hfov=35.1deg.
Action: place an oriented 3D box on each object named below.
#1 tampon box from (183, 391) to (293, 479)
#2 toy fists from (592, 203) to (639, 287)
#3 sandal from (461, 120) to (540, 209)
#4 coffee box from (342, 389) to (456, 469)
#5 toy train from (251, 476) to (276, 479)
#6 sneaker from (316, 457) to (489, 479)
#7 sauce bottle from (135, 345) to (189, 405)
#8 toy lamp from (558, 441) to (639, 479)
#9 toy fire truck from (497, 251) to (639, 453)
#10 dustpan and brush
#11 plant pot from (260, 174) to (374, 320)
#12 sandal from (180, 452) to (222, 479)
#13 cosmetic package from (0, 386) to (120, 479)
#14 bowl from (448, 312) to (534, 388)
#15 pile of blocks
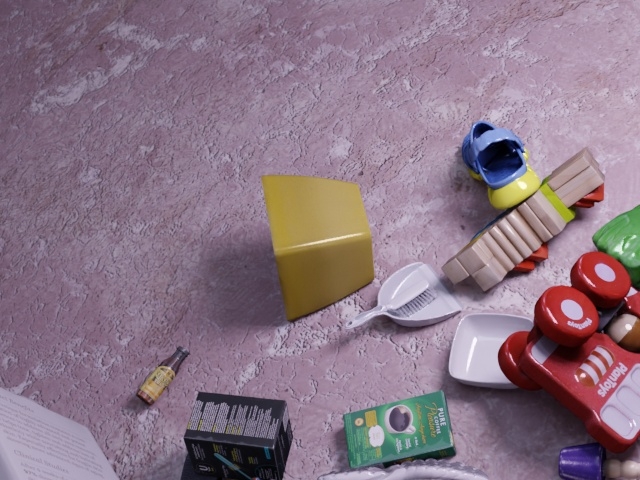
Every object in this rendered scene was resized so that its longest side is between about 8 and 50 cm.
[{"bbox_3d":[-0.141,0.344,1.764,0.161,0.120,0.101,5,46,11],"label":"tampon box"},{"bbox_3d":[0.597,0.045,1.748,0.142,0.096,0.279,-28,46,-22],"label":"toy fists"},{"bbox_3d":[0.335,-0.177,1.956,0.126,0.138,0.317,-30,18,5],"label":"sandal"},{"bbox_3d":[0.135,0.333,1.736,0.184,0.040,0.113,-17,49,10],"label":"coffee box"},{"bbox_3d":[-0.117,0.487,1.691,0.105,0.080,0.184,-6,51,25],"label":"toy train"},{"bbox_3d":[0.138,0.422,1.647,0.281,0.105,0.115,-8,84,11],"label":"sneaker"},{"bbox_3d":[-0.306,0.262,1.975,0.042,0.042,0.128,22,65,34],"label":"sauce bottle"},{"bbox_3d":[0.505,0.353,1.543,0.275,0.080,0.080,-1,52,22],"label":"toy lamp"},{"bbox_3d":[0.458,0.179,1.642,0.254,0.169,0.302,42,48,14],"label":"toy fire truck"},{"bbox_3d":[0.141,0.122,1.893,0.211,0.060,0.147,-32,48,-5],"label":"dustpan and brush"},{"bbox_3d":[0.000,0.000,1.967,0.187,0.212,0.212,-10,48,-2],"label":"plant pot"},{"bbox_3d":[-0.225,0.476,1.768,0.097,0.054,0.254,8,46,19],"label":"sandal"},{"bbox_3d":[-0.513,0.491,1.641,0.327,0.329,0.394,-47,48,1],"label":"cosmetic package"},{"bbox_3d":[0.303,0.199,1.769,0.142,0.053,0.142,3,55,24],"label":"bowl"},{"bbox_3d":[0.398,-0.021,1.895,0.362,0.149,0.112,-39,91,1],"label":"pile of blocks"}]
